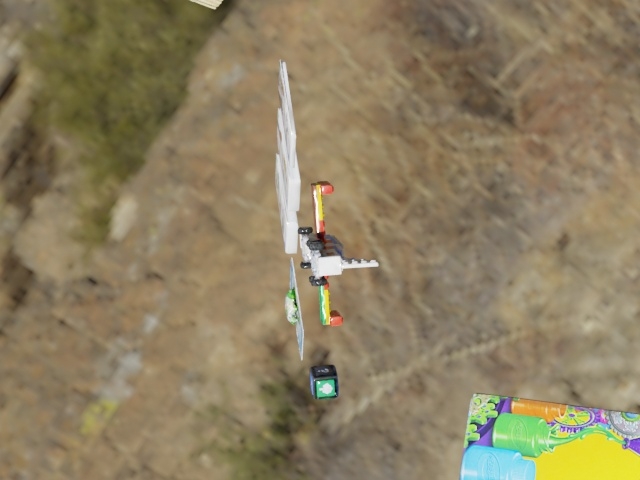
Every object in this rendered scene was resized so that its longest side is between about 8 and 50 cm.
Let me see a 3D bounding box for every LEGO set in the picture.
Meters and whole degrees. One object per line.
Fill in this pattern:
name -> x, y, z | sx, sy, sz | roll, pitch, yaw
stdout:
LEGO set -> 0.000, 0.000, 1.533 | 0.060, 0.182, 0.244 | -5, 57, -6

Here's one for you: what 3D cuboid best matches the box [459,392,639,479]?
box -> 0.221, 0.254, 1.078 | 0.279, 0.177, 0.289 | 5, 81, 24

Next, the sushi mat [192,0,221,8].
sushi mat -> -0.191, -0.280, 1.557 | 0.151, 0.317, 0.019 | -35, 45, 51
